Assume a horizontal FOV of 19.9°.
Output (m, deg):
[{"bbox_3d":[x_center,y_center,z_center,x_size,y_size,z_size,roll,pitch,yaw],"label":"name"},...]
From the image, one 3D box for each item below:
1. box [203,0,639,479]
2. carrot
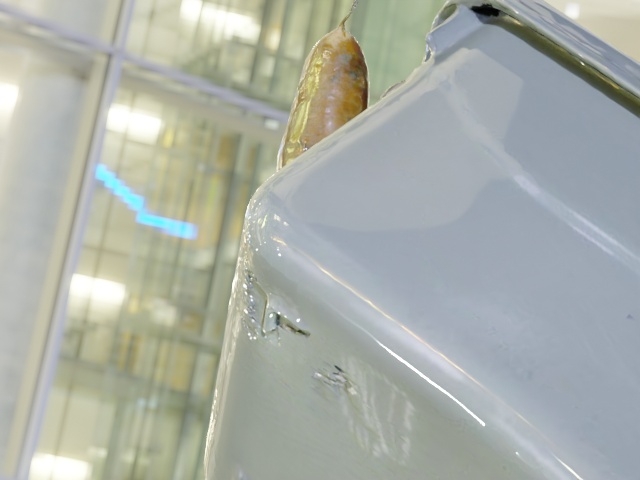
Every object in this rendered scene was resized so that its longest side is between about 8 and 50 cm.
[{"bbox_3d":[0.053,0.043,0.374,0.172,0.093,0.124,38,-39,26],"label":"box"},{"bbox_3d":[0.000,0.000,1.009,0.078,0.298,0.078,4,-12,1],"label":"carrot"}]
